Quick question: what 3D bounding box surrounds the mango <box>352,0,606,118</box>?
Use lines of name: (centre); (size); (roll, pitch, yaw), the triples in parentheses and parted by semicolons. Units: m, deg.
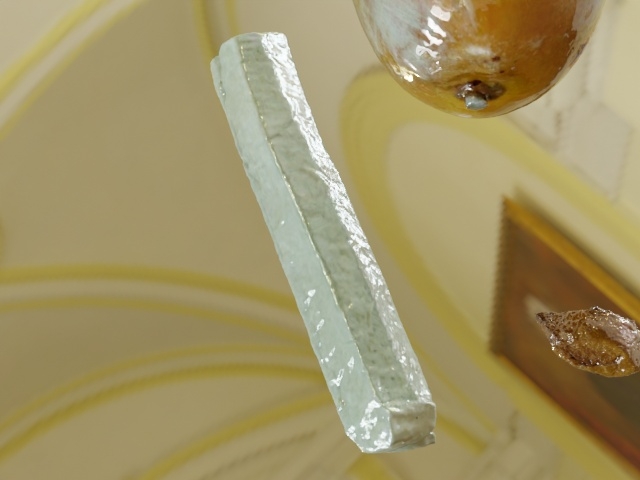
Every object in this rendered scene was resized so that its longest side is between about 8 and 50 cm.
mango: (0.117, -0.257, 1.203); (0.221, 0.199, 0.384); (74, -158, -57)

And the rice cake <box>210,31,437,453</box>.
rice cake: (0.000, 0.000, 0.886); (0.045, 0.245, 0.042); (-8, -20, -43)

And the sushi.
sushi: (0.214, 0.074, 1.254); (0.050, 0.099, 0.047); (-42, 29, 44)
